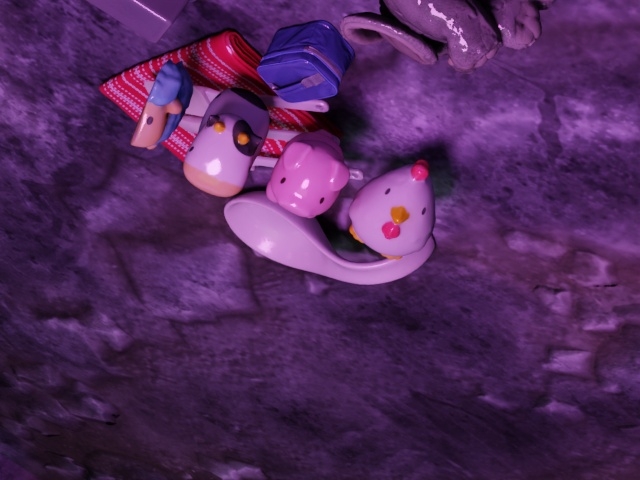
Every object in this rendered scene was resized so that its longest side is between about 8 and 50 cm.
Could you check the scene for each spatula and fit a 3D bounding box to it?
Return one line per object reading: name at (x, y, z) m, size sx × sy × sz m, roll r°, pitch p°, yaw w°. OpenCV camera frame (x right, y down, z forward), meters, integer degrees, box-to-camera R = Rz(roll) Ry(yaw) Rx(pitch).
spatula at (-0.077, -0.126, 1.953) m, size 0.242 × 0.019 × 0.168 m, roll 9°, pitch 146°, yaw 30°

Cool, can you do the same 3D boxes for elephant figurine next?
elephant figurine at (0.101, -0.226, 1.586) m, size 0.186 × 0.169 × 0.239 m, roll 65°, pitch 158°, yaw -9°

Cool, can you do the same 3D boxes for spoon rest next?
spoon rest at (0.000, 0.000, 2.099) m, size 0.276 × 0.084 × 0.137 m, roll 8°, pitch 147°, yaw 28°

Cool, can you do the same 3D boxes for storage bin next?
storage bin at (-0.195, -0.276, 1.787) m, size 0.135 × 0.091 × 0.098 m, roll 33°, pitch 151°, yaw -12°

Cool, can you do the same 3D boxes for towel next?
towel at (-0.122, -0.151, 2.001) m, size 0.199 × 0.031 × 0.275 m, roll 42°, pitch 148°, yaw -26°

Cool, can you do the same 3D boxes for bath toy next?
bath toy at (-0.027, -0.086, 1.833) m, size 0.348 × 0.151 × 0.129 m, roll 23°, pitch 140°, yaw -7°

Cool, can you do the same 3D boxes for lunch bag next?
lunch bag at (-0.021, -0.188, 1.818) m, size 0.098 × 0.065 × 0.067 m, roll -8°, pitch 137°, yaw 45°
